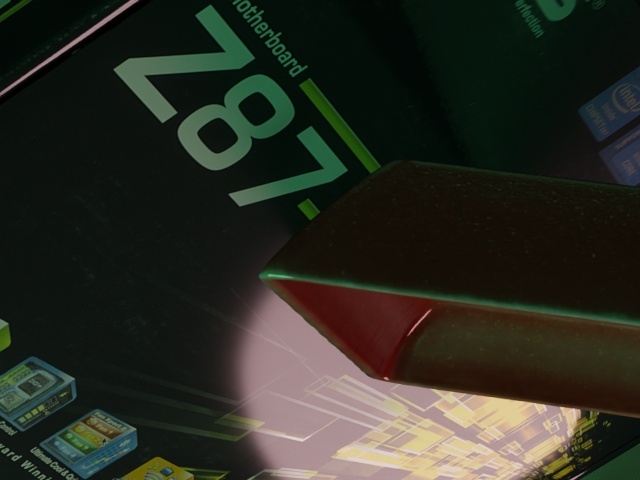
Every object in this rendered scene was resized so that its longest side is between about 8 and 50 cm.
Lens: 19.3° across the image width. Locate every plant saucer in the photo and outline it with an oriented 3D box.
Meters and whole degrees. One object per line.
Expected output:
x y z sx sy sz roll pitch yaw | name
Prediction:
0.130 0.028 0.624 0.259 0.048 0.258 6 170 10 | plant saucer

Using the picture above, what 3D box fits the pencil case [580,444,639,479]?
0.122 0.052 1.172 0.160 0.183 0.410 91 154 -47 | pencil case

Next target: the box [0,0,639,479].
0.000 0.000 0.775 0.395 0.318 0.097 49 -171 -47 | box
